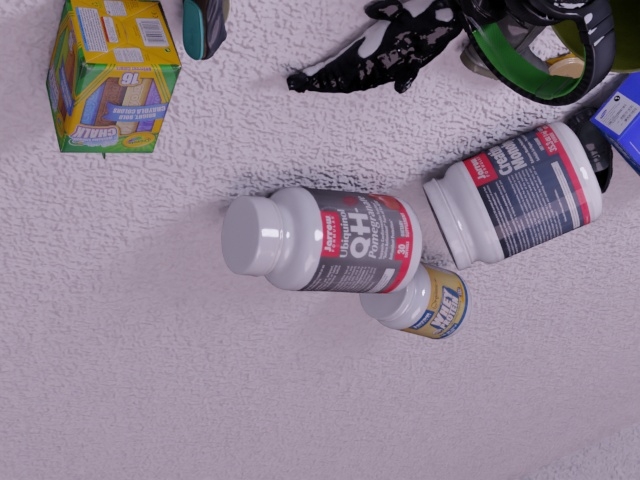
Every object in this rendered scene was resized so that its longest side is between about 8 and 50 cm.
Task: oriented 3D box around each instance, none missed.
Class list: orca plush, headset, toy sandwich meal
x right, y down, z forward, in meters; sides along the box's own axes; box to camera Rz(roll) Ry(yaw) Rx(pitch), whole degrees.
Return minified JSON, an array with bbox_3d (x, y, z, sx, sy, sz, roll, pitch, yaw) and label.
[{"bbox_3d":[0.091,-0.261,1.642,0.287,0.102,0.151,-18,148,-3],"label":"orca plush"},{"bbox_3d":[0.240,-0.340,1.485,0.185,0.243,0.394,-38,120,-22],"label":"headset"},{"bbox_3d":[0.402,-0.282,1.858,0.086,0.029,0.085,-11,149,-7],"label":"toy sandwich meal"}]

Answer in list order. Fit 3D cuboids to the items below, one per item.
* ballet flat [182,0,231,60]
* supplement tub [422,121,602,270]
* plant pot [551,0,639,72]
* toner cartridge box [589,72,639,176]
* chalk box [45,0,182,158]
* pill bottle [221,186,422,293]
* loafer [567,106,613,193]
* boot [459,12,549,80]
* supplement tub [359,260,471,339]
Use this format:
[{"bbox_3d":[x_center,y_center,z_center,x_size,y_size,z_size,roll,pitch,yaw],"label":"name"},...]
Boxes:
[{"bbox_3d":[-0.147,-0.325,1.459,0.074,0.074,0.203,-12,141,-13],"label":"ballet flat"},{"bbox_3d":[0.335,-0.075,1.976,0.272,0.191,0.191,-23,148,4],"label":"supplement tub"},{"bbox_3d":[0.500,-0.392,1.566,0.294,0.274,0.274,-18,152,-37],"label":"plant pot"},{"bbox_3d":[0.621,-0.191,2.027,0.165,0.075,0.348,-48,142,8],"label":"toner cartridge box"},{"bbox_3d":[-0.284,-0.201,1.498,0.132,0.132,0.213,-2,142,-28],"label":"chalk box"},{"bbox_3d":[0.000,0.000,1.917,0.319,0.176,0.176,3,141,-33],"label":"pill bottle"},{"bbox_3d":[0.495,-0.162,2.040,0.076,0.078,0.223,-24,148,5],"label":"loafer"},{"bbox_3d":[0.332,-0.330,1.718,0.190,0.076,0.208,5,134,-38],"label":"boot"},{"bbox_3d":[0.186,0.112,2.219,0.200,0.144,0.144,17,133,-45],"label":"supplement tub"}]
